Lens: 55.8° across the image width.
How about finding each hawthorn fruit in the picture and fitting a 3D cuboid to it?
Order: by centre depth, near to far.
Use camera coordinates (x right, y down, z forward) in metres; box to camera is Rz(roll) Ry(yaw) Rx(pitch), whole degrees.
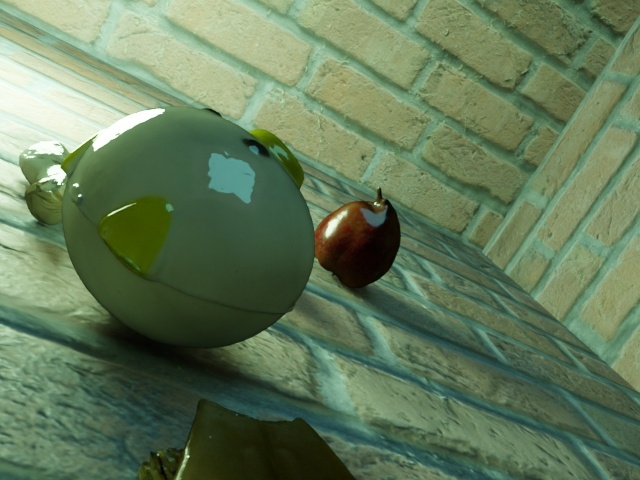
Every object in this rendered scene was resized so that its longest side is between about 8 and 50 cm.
[{"bbox_3d":[0.099,-0.014,1.478,0.208,0.248,0.208,27,19,-10],"label":"hawthorn fruit"}]

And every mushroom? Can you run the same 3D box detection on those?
[{"bbox_3d":[-0.450,-0.096,1.015,0.092,0.081,0.223,42,6,-40],"label":"mushroom"}]

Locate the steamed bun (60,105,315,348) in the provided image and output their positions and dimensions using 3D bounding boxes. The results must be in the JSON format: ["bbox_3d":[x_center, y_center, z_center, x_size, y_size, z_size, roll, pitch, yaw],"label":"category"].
[{"bbox_3d":[-0.180,-0.022,0.837,0.334,0.334,0.374,16,15,-43],"label":"steamed bun"}]

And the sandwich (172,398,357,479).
[{"bbox_3d":[-0.012,0.234,0.547,0.245,0.063,0.212,22,14,-6],"label":"sandwich"}]

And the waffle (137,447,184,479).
[{"bbox_3d":[-0.096,0.253,0.591,0.148,0.042,0.102,20,16,-36],"label":"waffle"}]
